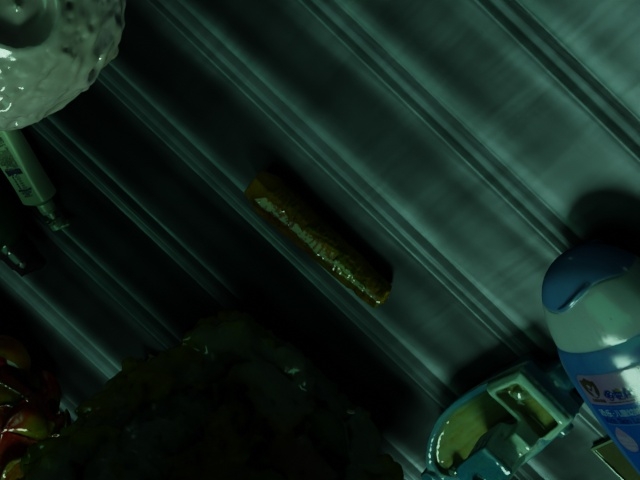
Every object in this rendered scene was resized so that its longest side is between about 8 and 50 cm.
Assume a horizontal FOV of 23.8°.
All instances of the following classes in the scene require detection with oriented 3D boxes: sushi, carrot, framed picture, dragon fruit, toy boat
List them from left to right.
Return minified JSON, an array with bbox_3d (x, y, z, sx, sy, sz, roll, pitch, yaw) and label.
[{"bbox_3d":[-0.427,0.194,1.820,0.227,0.243,0.307,13,98,59],"label":"dragon fruit"},{"bbox_3d":[-0.124,0.276,1.498,0.351,0.396,0.240,41,141,12],"label":"sushi"},{"bbox_3d":[0.000,0.000,1.421,0.171,0.042,0.042,42,140,-2],"label":"carrot"},{"bbox_3d":[0.157,0.185,1.421,0.088,0.102,0.215,45,141,-1],"label":"toy boat"},{"bbox_3d":[0.301,0.212,1.404,0.089,0.006,0.066,45,140,-5],"label":"framed picture"}]

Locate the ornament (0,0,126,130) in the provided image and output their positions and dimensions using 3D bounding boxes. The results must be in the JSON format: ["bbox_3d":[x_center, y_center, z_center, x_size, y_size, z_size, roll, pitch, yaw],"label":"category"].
[{"bbox_3d":[-0.285,-0.214,1.280,0.225,0.259,0.259,34,151,58],"label":"ornament"}]

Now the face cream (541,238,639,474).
[{"bbox_3d":[0.280,0.111,1.269,0.149,0.083,0.264,-23,110,44],"label":"face cream"}]

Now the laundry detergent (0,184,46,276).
[{"bbox_3d":[-0.393,-0.041,1.669,0.221,0.078,0.144,46,142,-10],"label":"laundry detergent"}]

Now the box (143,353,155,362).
[{"bbox_3d":[-0.164,0.198,1.746,0.073,0.020,0.149,18,136,24],"label":"box"}]

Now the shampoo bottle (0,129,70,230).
[{"bbox_3d":[-0.311,-0.069,1.609,0.049,0.034,0.141,-9,120,35],"label":"shampoo bottle"}]
